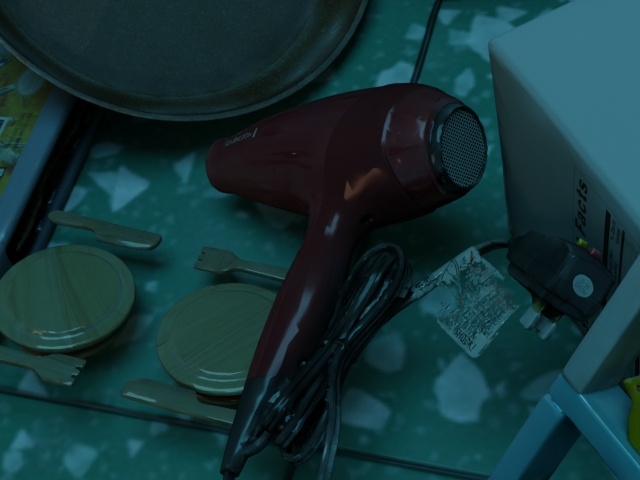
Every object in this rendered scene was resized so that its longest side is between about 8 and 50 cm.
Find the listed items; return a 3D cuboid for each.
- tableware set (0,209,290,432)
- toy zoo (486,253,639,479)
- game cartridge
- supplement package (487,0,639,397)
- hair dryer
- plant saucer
[{"bbox_3d":[-0.105,0.056,0.725,0.194,0.039,0.128,13,46,14],"label":"tableware set"},{"bbox_3d":[0.156,0.126,0.479,0.030,0.293,0.192,-5,45,-36],"label":"toy zoo"},{"bbox_3d":[-0.265,-0.065,0.838,0.198,0.062,0.297,8,56,12],"label":"game cartridge"},{"bbox_3d":[0.235,0.008,0.601,0.178,0.175,0.293,-25,54,-5],"label":"supplement package"},{"bbox_3d":[0.000,0.000,0.665,0.224,0.080,0.293,-34,35,0],"label":"hair dryer"},{"bbox_3d":[-0.113,-0.223,0.845,0.311,0.050,0.310,5,74,-17],"label":"plant saucer"}]
